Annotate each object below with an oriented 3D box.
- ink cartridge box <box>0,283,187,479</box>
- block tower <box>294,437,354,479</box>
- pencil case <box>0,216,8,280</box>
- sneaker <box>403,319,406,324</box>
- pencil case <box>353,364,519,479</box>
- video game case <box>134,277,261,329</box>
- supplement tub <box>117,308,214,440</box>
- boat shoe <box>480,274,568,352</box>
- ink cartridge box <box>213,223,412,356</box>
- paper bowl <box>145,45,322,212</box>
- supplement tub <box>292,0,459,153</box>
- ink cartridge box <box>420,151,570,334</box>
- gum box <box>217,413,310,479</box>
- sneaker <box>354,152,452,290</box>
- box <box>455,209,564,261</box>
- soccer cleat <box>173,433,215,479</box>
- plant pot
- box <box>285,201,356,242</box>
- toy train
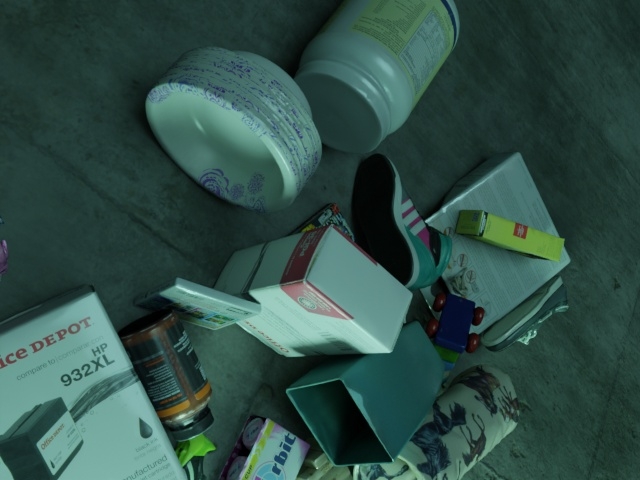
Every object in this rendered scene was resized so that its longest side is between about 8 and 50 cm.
[{"bbox_3d":[-0.356,0.246,1.015,0.223,0.129,0.307,-26,101,-18],"label":"ink cartridge box"},{"bbox_3d":[0.041,0.532,1.334,0.091,0.097,0.335,-32,101,-35],"label":"block tower"},{"bbox_3d":[-0.576,0.073,0.889,0.386,0.167,0.160,-44,143,-32],"label":"pencil case"},{"bbox_3d":[0.099,0.184,1.417,0.153,0.094,0.235,-53,125,-38],"label":"sneaker"},{"bbox_3d":[0.226,0.388,1.382,0.160,0.183,0.410,40,36,23],"label":"pencil case"},{"bbox_3d":[-0.199,0.105,1.174,0.157,0.143,0.019,22,61,-33],"label":"video game case"},{"bbox_3d":[-0.240,0.216,1.153,0.106,0.106,0.197,-29,101,-36],"label":"supplement tub"},{"bbox_3d":[0.491,0.188,1.701,0.319,0.116,0.099,-32,100,-40],"label":"boat shoe"},{"bbox_3d":[-0.024,0.095,1.221,0.207,0.283,0.117,40,59,-27],"label":"ink cartridge box"},{"bbox_3d":[-0.127,-0.189,1.176,0.284,0.284,0.148,47,59,-23],"label":"paper bowl"},{"bbox_3d":[0.103,-0.348,1.399,0.235,0.235,0.325,46,60,-23],"label":"supplement tub"},{"bbox_3d":[0.364,0.022,1.668,0.385,0.091,0.308,-34,106,-17],"label":"ink cartridge box"},{"bbox_3d":[-0.110,0.412,1.252,0.107,0.062,0.188,39,63,-26],"label":"gum box"},{"bbox_3d":[0.179,-0.029,1.482,0.178,0.124,0.295,18,54,-48],"label":"sneaker"},{"bbox_3d":[0.418,-0.009,1.595,0.232,0.087,0.058,17,86,-23],"label":"box"},{"bbox_3d":[-0.227,0.396,1.170,0.072,0.060,0.179,42,59,-27],"label":"soccer cleat"},{"bbox_3d":[0.099,0.251,1.276,0.234,0.165,0.165,-37,98,-39],"label":"plant pot"},{"bbox_3d":[0.000,0.000,1.409,0.137,0.027,0.094,-40,107,-33],"label":"box"},{"bbox_3d":[0.278,0.181,1.542,0.105,0.143,0.248,20,36,7],"label":"toy train"}]
